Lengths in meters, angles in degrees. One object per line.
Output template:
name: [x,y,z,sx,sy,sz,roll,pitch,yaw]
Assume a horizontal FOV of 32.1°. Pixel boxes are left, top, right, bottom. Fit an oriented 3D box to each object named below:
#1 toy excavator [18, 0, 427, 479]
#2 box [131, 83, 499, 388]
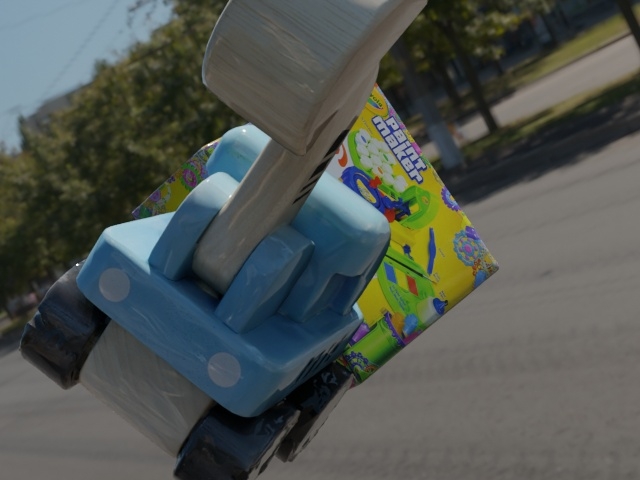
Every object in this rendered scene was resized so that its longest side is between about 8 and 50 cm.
toy excavator: [-0.045,-0.018,0.864,0.445,0.222,0.433,-57,-12,16]
box: [0.000,0.000,1.266,0.279,0.290,0.177,-33,-1,-41]
